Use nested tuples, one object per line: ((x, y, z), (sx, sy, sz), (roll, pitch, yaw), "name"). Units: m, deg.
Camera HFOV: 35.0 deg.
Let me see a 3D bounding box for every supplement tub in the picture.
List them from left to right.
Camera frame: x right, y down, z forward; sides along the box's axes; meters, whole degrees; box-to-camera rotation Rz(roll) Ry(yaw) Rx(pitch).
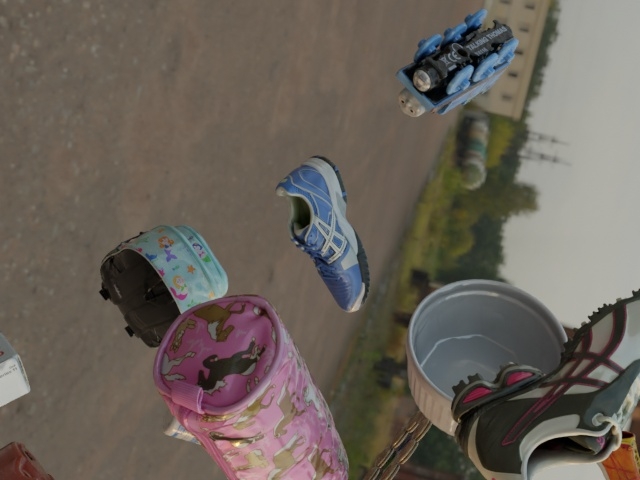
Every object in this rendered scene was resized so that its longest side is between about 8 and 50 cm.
((-0.178, 0.272, 1.533), (0.071, 0.107, 0.071), (-53, -155, 38), "supplement tub")

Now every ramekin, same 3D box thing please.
((0.209, 0.163, 1.317), (0.109, 0.207, 0.207), (94, 11, -51), "ramekin")

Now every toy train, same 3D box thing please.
((0.162, -0.205, 1.217), (0.184, 0.080, 0.105), (-35, 165, -39), "toy train")

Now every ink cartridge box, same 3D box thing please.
((-0.601, 0.208, 1.707), (0.153, 0.208, 0.086), (-26, 127, -24), "ink cartridge box")

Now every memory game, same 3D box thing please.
((0.101, 0.295, 1.397), (0.186, 0.012, 0.186), (-50, 177, -3), "memory game")

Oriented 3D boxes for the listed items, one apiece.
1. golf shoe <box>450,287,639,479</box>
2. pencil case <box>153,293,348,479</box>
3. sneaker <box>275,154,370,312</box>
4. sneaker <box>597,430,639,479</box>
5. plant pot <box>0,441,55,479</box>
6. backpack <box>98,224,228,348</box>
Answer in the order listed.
((0.258, 0.144, 0.942), (0.120, 0.273, 0.105), (57, -4, 50), "golf shoe")
((-0.076, 0.222, 1.257), (0.386, 0.160, 0.167), (70, 7, -51), "pencil case")
((0.000, 0.000, 1.323), (0.081, 0.080, 0.211), (-28, 103, -36), "sneaker")
((0.445, 0.323, 1.494), (0.067, 0.175, 0.064), (-34, -174, 26), "sneaker")
((-0.327, 0.342, 0.926), (0.265, 0.272, 0.272), (-38, 160, -16), "plant pot")
((-0.297, 0.080, 1.972), (0.191, 0.225, 0.253), (-33, -177, -27), "backpack")
